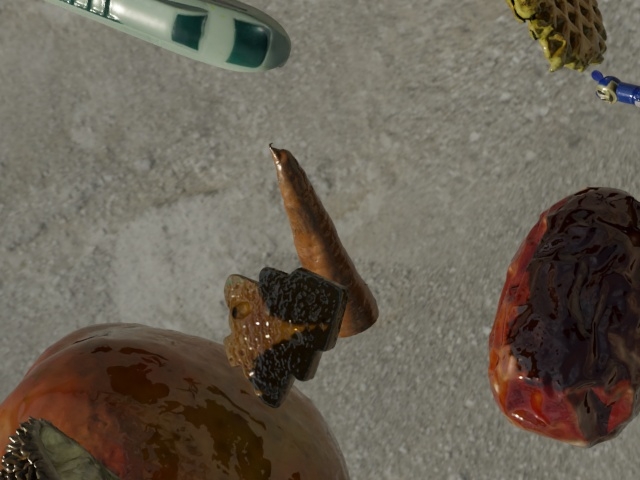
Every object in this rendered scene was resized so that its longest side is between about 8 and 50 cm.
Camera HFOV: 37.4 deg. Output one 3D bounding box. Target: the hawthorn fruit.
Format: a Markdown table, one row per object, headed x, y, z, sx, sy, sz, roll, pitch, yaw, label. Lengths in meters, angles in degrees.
| x | y | z | sx | sy | sz | roll | pitch | yaw | label |
| --- | --- | --- | --- | --- | --- | --- | --- | --- | --- |
| -0.187 | 0.331 | 1.080 | 0.472 | 0.472 | 0.471 | 7 | 111 | 18 | hawthorn fruit |

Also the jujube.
| x | y | z | sx | sy | sz | roll | pitch | yaw | label |
| --- | --- | --- | --- | --- | --- | --- | --- | --- | --- |
| 0.255 | 0.071 | 0.908 | 0.174 | 0.174 | 0.250 | 20 | 82 | 13 | jujube |

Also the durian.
| x | y | z | sx | sy | sz | roll | pitch | yaw | label |
| --- | --- | --- | --- | --- | --- | --- | --- | --- | --- |
| -0.180 | 0.206 | 0.661 | 0.091 | 0.188 | 0.148 | -46 | 103 | -8 | durian |

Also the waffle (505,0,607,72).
| x | y | z | sx | sy | sz | roll | pitch | yaw | label |
| --- | --- | --- | --- | --- | --- | --- | --- | --- | --- |
| 0.324 | -0.351 | 1.339 | 0.052 | 0.254 | 0.245 | -29 | 88 | 39 | waffle |

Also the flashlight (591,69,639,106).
| x | y | z | sx | sy | sz | roll | pitch | yaw | label |
| --- | --- | --- | --- | --- | --- | --- | --- | --- | --- |
| 0.427 | -0.200 | 1.305 | 0.121 | 0.035 | 0.057 | 27 | 155 | 43 | flashlight |

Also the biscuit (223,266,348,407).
| x | y | z | sx | sy | sz | roll | pitch | yaw | label |
| --- | --- | --- | --- | --- | --- | --- | --- | --- | --- |
| -0.027 | 0.069 | 0.769 | 0.130 | 0.019 | 0.119 | -28 | 73 | 31 | biscuit |

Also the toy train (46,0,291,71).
| x | y | z | sx | sy | sz | roll | pitch | yaw | label |
| --- | --- | --- | --- | --- | --- | --- | --- | --- | --- |
| -0.233 | -0.313 | 1.246 | 0.407 | 0.088 | 0.086 | 23 | 115 | 15 | toy train |

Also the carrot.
| x | y | z | sx | sy | sz | roll | pitch | yaw | label |
| --- | --- | --- | --- | --- | --- | --- | --- | --- | --- |
| 0.000 | 0.000 | 0.876 | 0.057 | 0.057 | 0.224 | -4 | 132 | 22 | carrot |
